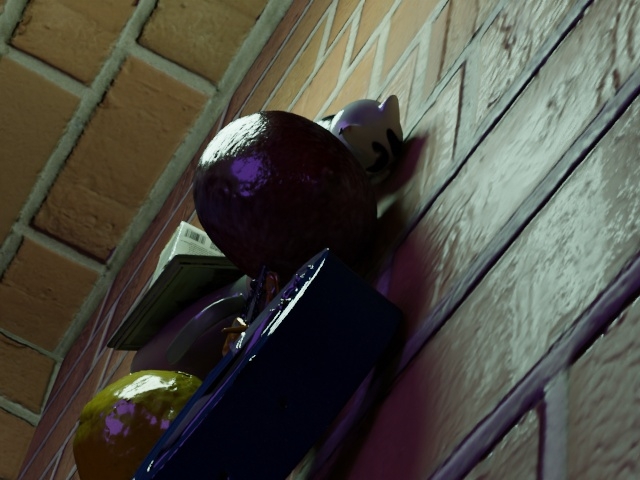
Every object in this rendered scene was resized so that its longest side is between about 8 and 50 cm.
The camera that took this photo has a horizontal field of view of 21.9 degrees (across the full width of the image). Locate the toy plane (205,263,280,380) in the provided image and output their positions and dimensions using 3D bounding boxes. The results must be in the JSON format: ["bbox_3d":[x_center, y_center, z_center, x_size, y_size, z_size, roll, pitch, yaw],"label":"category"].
[{"bbox_3d":[-0.082,0.156,2.032,0.316,0.103,0.204,125,140,-75],"label":"toy plane"}]

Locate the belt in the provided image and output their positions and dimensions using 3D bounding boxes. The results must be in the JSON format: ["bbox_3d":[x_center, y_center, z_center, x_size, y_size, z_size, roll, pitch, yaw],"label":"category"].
[{"bbox_3d":[-0.061,0.175,1.739,0.347,0.117,0.212,-51,5,-8],"label":"belt"}]

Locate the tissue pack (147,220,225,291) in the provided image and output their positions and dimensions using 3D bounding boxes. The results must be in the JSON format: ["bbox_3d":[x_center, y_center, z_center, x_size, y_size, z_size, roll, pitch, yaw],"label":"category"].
[{"bbox_3d":[-0.178,0.060,2.571,0.099,0.149,0.106,-54,14,38],"label":"tissue pack"}]

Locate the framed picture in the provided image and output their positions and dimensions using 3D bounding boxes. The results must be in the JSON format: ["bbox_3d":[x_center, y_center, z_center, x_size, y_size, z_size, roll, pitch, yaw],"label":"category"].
[{"bbox_3d":[-0.156,0.095,2.309,0.274,0.217,0.017,-50,45,50],"label":"framed picture"}]

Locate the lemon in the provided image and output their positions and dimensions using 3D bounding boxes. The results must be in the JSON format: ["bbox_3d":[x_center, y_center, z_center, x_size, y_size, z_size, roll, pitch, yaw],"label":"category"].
[{"bbox_3d":[-0.211,0.266,2.116,0.260,0.204,0.204,-34,31,61],"label":"lemon"}]

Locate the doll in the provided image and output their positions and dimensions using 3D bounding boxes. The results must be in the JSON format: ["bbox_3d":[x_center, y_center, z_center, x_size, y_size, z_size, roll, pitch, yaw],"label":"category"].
[{"bbox_3d":[0.044,-0.121,2.150,0.110,0.107,0.181,-44,11,-23],"label":"doll"}]

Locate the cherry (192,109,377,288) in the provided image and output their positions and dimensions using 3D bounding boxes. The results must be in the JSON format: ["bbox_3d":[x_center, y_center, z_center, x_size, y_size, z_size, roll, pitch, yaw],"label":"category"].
[{"bbox_3d":[-0.040,-0.050,2.003,0.203,0.230,0.300,-41,6,-12],"label":"cherry"}]

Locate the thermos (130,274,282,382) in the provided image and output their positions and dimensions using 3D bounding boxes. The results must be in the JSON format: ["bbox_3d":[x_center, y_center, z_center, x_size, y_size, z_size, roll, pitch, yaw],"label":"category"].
[{"bbox_3d":[-0.134,0.133,2.217,0.176,0.146,0.265,-12,-25,-49],"label":"thermos"}]
